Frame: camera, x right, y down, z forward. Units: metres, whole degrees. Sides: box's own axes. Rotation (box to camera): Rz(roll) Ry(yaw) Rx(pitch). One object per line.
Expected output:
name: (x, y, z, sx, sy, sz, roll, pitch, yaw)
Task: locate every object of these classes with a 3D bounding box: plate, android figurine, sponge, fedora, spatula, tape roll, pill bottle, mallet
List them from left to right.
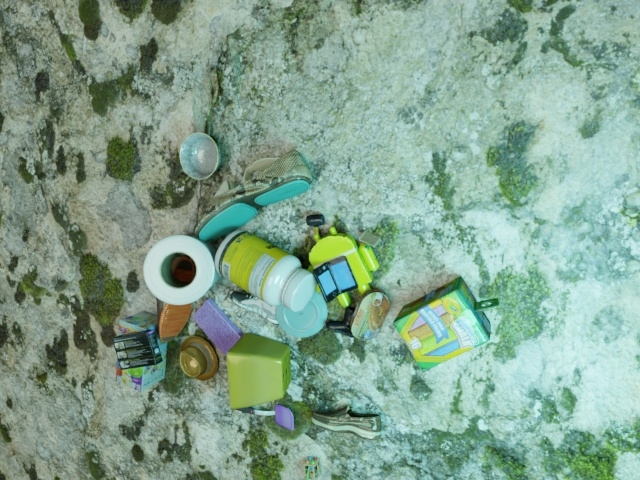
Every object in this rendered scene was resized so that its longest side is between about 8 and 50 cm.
tape roll: (-0.497, 0.100, 1.658, 0.246, 0.169, 0.246, 0, 91, -5)
fedora: (-0.512, 0.488, 1.851, 0.194, 0.079, 0.195, 3, 99, 22)
sponge: (-0.407, 0.343, 1.813, 0.210, 0.031, 0.117, 46, 111, 9)
spatula: (-0.233, 0.673, 1.793, 0.296, 0.030, 0.084, 4, 98, 22)
pill bottle: (-0.187, 0.107, 1.581, 0.333, 0.188, 0.188, 27, 107, 24)
plate: (-0.069, 0.259, 1.635, 0.188, 0.024, 0.188, 0, 97, 3)
mallet: (0.000, 0.000, 1.597, 0.062, 0.039, 0.190, -11, 99, 20)
android figurine: (0.068, 0.088, 1.556, 0.248, 0.056, 0.273, -26, 95, 20)

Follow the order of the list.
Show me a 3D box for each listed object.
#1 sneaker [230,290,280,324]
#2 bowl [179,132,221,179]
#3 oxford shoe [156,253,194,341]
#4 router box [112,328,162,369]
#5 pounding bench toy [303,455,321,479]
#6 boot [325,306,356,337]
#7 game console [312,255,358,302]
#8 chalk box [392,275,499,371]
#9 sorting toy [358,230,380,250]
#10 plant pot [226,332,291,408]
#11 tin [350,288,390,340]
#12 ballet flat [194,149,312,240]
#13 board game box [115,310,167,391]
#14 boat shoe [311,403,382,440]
sneaker: (-0.213, 0.207, 1.693, 0.228, 0.086, 0.132, 25, 102, 6)
bowl: (-0.429, -0.311, 1.694, 0.170, 0.080, 0.170, 3, 99, 21)
oxford shoe: (-0.601, 0.226, 1.839, 0.132, 0.130, 0.364, 19, 99, 36)
router box: (-0.717, 0.428, 1.786, 0.178, 0.046, 0.133, -12, 94, 19)
pounding bench toy: (-0.037, 0.860, 1.713, 0.052, 0.083, 0.065, -4, 97, 23)
boot: (0.085, 0.278, 1.596, 0.121, 0.045, 0.099, 19, 107, 11)
game console: (0.050, 0.128, 1.508, 0.071, 0.107, 0.122, -16, 101, 48)
chalk box: (0.399, 0.236, 1.392, 0.289, 0.180, 0.179, -34, 85, 22)
sorting toy: (0.157, 0.003, 1.508, 0.062, 0.083, 0.012, 28, 132, 14)
plant pot: (-0.213, 0.475, 1.672, 0.187, 0.212, 0.212, 0, 98, 8)
tin: (0.165, 0.249, 1.537, 0.106, 0.040, 0.190, 14, 110, -20)
ballet flat: (-0.252, -0.172, 1.623, 0.482, 0.164, 0.182, -27, 66, 18)
board game box: (-0.742, 0.457, 1.904, 0.142, 0.144, 0.276, 13, 102, 19)
boat shoe: (0.094, 0.631, 1.631, 0.257, 0.095, 0.095, 6, 87, 15)
